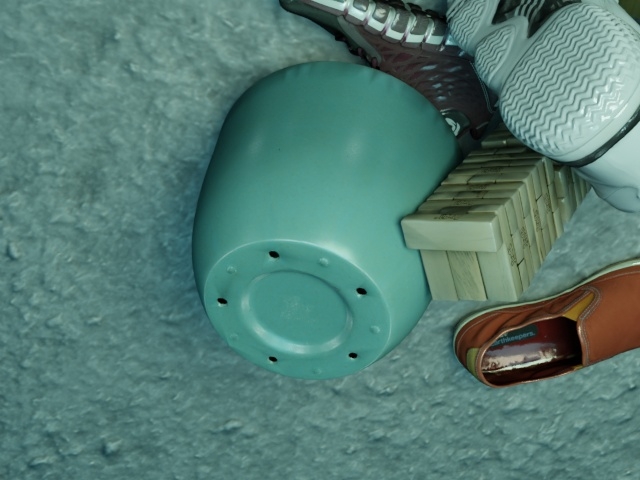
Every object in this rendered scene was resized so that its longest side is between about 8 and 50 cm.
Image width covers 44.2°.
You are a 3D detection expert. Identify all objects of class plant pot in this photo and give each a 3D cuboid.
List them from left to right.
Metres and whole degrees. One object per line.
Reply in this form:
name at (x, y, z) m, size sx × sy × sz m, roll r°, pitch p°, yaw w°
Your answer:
plant pot at (0.000, 0.000, 0.823) m, size 0.292 × 0.235 × 0.293 m, roll 7°, pitch 130°, yaw 8°

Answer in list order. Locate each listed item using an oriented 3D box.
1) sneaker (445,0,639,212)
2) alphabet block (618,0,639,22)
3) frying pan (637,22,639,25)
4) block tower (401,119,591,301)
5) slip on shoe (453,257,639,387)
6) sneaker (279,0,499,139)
sneaker at (0.244, -0.158, 0.729) m, size 0.210 × 0.366 × 0.137 m, roll 32°, pitch 122°, yaw -27°
alphabet block at (0.413, -0.277, 0.715) m, size 0.192 × 0.193 × 0.197 m, roll 9°, pitch 111°, yaw -7°
frying pan at (0.348, -0.323, 0.827) m, size 0.326 × 0.053 × 0.197 m, roll 27°, pitch 109°, yaw -13°
block tower at (0.204, -0.055, 0.801) m, size 0.090 × 0.335 × 0.097 m, roll 0°, pitch 117°, yaw 37°
slip on shoe at (0.331, 0.110, 0.977) m, size 0.331 × 0.101 × 0.123 m, roll -16°, pitch 110°, yaw 6°
sneaker at (0.072, -0.177, 0.863) m, size 0.281 × 0.106 × 0.163 m, roll 17°, pitch 115°, yaw -6°
